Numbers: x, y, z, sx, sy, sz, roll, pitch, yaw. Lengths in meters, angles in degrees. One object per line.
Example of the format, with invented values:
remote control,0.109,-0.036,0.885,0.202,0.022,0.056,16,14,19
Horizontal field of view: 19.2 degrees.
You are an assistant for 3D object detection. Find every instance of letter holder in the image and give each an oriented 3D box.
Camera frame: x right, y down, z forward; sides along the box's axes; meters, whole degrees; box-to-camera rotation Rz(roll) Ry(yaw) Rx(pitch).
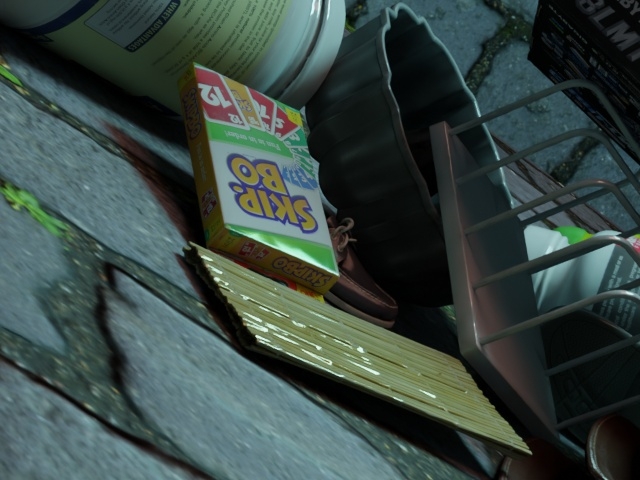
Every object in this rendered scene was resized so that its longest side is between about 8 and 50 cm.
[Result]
letter holder,0.285,0.207,1.654,0.214,0.152,0.302,38,11,8

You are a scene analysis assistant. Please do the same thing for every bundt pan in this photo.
bundt pan,0.088,-0.073,1.971,0.331,0.124,0.331,53,24,-36

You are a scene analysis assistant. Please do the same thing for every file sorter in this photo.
file sorter,0.234,0.015,1.826,0.193,0.173,0.277,47,29,-45

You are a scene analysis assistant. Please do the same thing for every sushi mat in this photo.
sushi mat,0.032,0.094,1.564,0.316,0.019,0.151,25,19,-36

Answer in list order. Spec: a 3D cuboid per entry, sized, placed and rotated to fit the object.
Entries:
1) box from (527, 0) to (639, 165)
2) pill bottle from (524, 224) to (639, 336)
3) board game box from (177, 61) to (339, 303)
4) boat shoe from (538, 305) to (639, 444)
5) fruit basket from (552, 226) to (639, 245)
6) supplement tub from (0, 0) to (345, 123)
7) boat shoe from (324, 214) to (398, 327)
box,0.333,-0.135,1.868,0.295,0.073,0.293,46,-1,9
pill bottle,0.366,0.091,2.133,0.318,0.176,0.176,18,7,14
board game box,-0.056,-0.050,1.688,0.124,0.039,0.259,23,36,-29
boat shoe,0.324,0.174,2.013,0.320,0.118,0.103,38,2,-27
fruit basket,0.449,0.095,2.404,0.392,0.283,0.392,47,21,-24
supplement tub,-0.155,-0.256,1.850,0.325,0.235,0.235,29,15,-40
boat shoe,0.000,0.000,1.771,0.206,0.065,0.075,40,11,7
